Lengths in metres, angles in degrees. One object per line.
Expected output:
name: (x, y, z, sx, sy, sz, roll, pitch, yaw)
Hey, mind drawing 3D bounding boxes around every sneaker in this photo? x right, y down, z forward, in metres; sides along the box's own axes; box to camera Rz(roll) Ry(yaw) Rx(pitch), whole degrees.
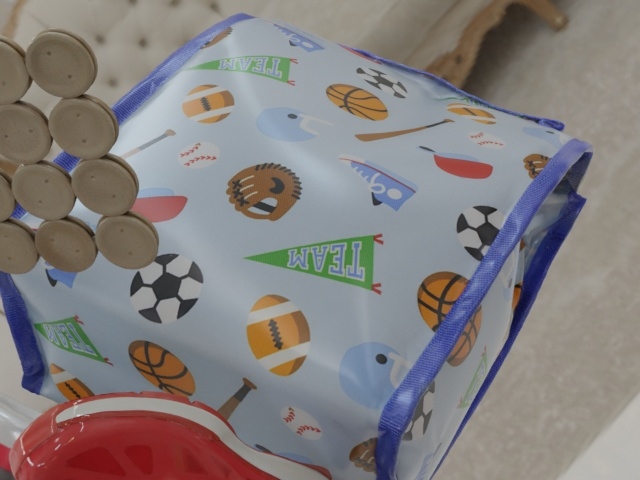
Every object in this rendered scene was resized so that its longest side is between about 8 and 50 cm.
sneaker: (-0.055, 0.163, 0.603, 0.087, 0.221, 0.128, -53, 38, 20)

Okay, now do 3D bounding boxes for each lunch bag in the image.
lunch bag: (0.000, 0.000, 0.867, 0.328, 0.239, 0.385, 23, 52, 16)

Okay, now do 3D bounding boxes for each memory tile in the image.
memory tile: (-0.155, -0.044, 0.615, 0.113, 0.148, 0.012, -4, 34, 16)

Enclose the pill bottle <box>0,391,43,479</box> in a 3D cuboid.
pill bottle: (-0.343, 0.305, 1.050, 0.176, 0.176, 0.318, 14, 73, 56)
